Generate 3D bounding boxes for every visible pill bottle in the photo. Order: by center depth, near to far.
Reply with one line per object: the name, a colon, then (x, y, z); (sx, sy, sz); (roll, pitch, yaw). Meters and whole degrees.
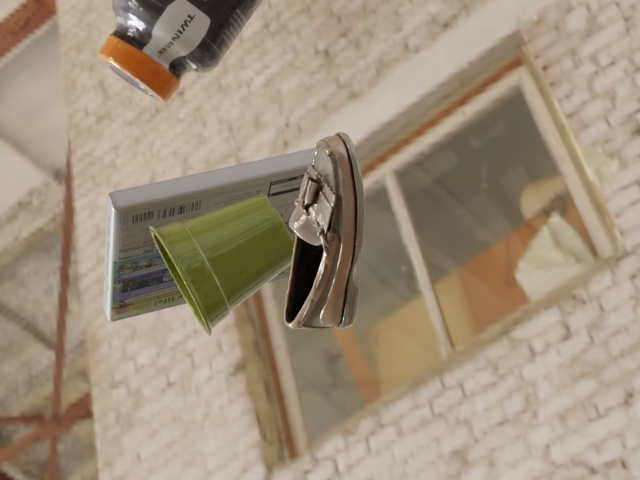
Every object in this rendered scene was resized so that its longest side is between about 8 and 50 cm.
pill bottle: (-0.127, -0.263, 1.462); (0.130, 0.130, 0.246); (37, -95, -39)

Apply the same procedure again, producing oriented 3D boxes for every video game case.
video game case: (-0.095, -0.005, 1.312); (0.212, 0.023, 0.193); (-14, -30, -18)

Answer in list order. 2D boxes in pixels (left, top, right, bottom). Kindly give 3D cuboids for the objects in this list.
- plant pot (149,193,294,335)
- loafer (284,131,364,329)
plant pot: (-0.061, 0.008, 0.950); (0.079, 0.083, 0.083); (-30, -44, -9)
loafer: (0.000, 0.000, 0.783); (0.039, 0.045, 0.125); (-11, -53, -16)
